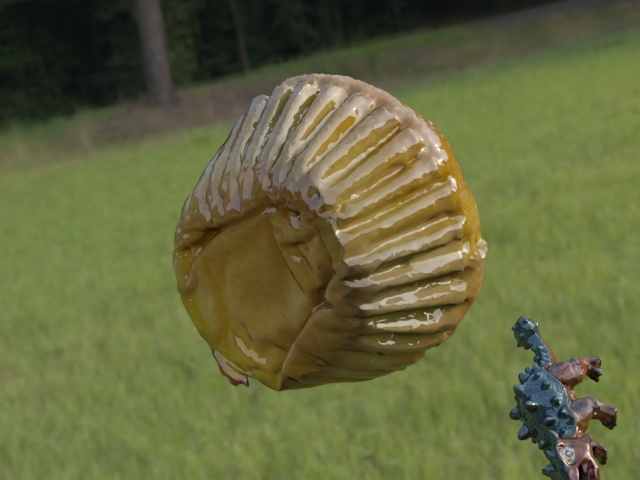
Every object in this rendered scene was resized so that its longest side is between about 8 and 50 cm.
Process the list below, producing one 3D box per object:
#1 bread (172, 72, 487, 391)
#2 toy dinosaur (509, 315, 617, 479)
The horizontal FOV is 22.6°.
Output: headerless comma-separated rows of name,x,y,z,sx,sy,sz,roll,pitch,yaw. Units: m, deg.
bread,0.000,0.000,1.329,0.274,0.274,0.149,-9,13,39
toy dinosaur,0.138,0.094,0.938,0.055,0.049,0.154,-2,33,-7
